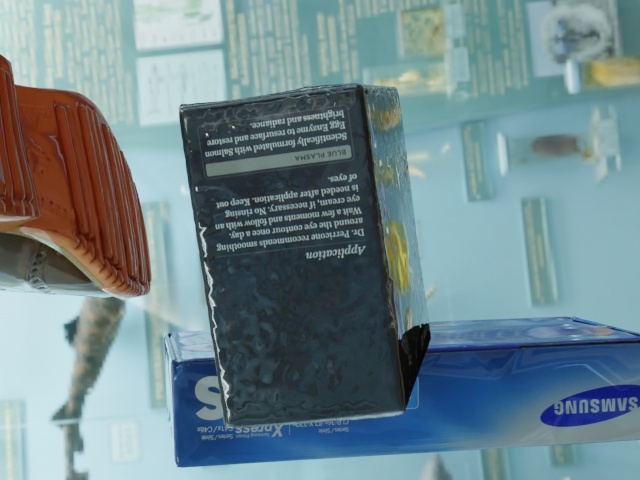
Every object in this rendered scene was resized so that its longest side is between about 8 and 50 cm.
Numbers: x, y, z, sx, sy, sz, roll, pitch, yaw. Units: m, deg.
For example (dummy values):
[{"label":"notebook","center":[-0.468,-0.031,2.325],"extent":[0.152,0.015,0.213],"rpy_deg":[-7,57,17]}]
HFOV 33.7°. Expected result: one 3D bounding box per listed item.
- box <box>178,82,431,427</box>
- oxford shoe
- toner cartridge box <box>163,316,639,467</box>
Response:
[{"label":"box","center":[0.000,0.000,0.563],"extent":[0.156,0.093,0.158],"rpy_deg":[-37,-60,-77]},{"label":"oxford shoe","center":[-0.209,-0.028,0.660],"extent":[0.364,0.132,0.130],"rpy_deg":[49,-153,-71]},{"label":"toner cartridge box","center":[0.060,0.106,0.790],"extent":[0.165,0.347,0.075],"rpy_deg":[-164,72,-80]}]
